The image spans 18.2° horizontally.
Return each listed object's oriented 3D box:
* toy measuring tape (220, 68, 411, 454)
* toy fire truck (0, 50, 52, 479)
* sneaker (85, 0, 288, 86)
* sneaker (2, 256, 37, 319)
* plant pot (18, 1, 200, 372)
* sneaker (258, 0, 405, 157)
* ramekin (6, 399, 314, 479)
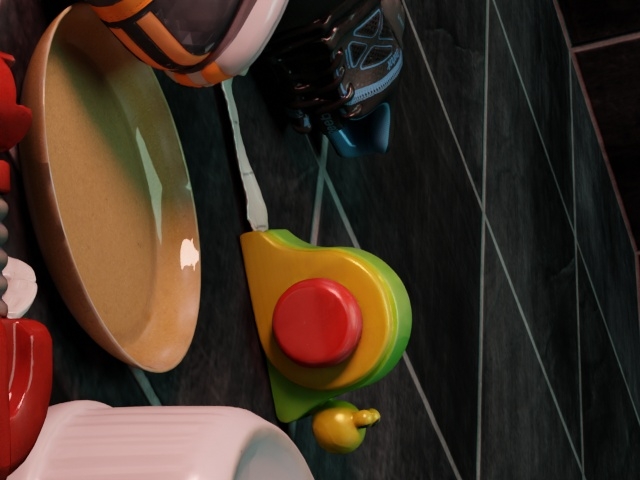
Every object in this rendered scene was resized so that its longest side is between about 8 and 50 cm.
[{"bbox_3d":[0.000,0.000,1.544,0.121,0.121,0.330,2,77,-74],"label":"toy measuring tape"},{"bbox_3d":[-0.181,0.001,0.894,0.246,0.158,0.217,4,84,-68],"label":"toy fire truck"},{"bbox_3d":[-0.068,-0.272,1.261,0.180,0.124,0.321,37,64,-48],"label":"sneaker"},{"bbox_3d":[-0.183,0.066,0.999,0.158,0.061,0.065,-79,180,-55],"label":"sneaker"},{"bbox_3d":[-0.134,-0.031,1.252,0.236,0.032,0.236,-13,90,-74],"label":"plant pot"},{"bbox_3d":[0.005,-0.166,1.667,0.341,0.125,0.139,28,56,-67],"label":"sneaker"},{"bbox_3d":[-0.072,0.214,1.107,0.273,0.127,0.273,-12,90,-74],"label":"ramekin"}]
